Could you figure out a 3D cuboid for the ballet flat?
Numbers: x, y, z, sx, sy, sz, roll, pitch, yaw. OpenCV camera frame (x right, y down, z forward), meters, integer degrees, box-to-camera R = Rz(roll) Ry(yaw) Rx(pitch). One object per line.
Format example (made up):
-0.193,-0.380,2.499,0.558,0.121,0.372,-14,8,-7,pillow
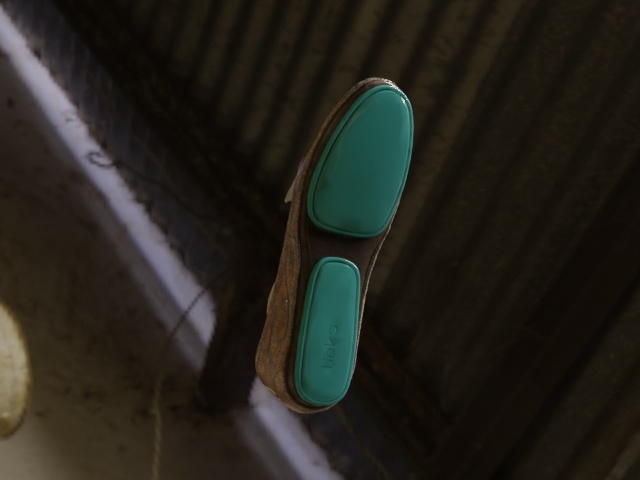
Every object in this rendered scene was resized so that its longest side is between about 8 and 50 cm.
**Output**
0.000,0.000,1.075,0.106,0.107,0.316,4,-104,61,ballet flat
